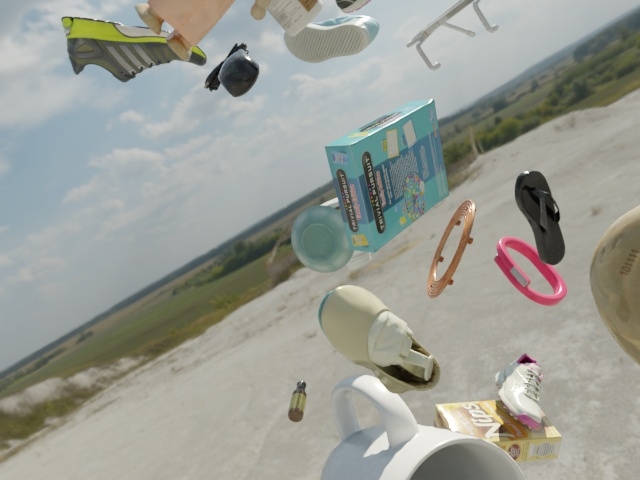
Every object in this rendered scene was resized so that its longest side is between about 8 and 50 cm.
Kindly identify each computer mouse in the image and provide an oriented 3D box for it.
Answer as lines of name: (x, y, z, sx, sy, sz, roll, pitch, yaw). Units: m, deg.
computer mouse: (-0.264, -0.502, 1.575, 0.188, 0.072, 0.272, -50, 37, 7)

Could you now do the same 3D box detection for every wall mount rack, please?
wall mount rack: (0.420, -0.617, 1.491, 0.350, 0.130, 0.304, -23, 22, 51)

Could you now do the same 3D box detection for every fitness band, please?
fitness band: (0.720, 0.103, 1.851, 0.209, 0.291, 0.054, 2, -46, -32)

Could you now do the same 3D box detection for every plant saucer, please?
plant saucer: (0.000, 0.000, 1.495, 0.195, 0.195, 0.037, -28, -1, 23)

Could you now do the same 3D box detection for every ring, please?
ring: (0.420, 0.031, 1.707, 0.336, 0.032, 0.337, 21, -90, -89)

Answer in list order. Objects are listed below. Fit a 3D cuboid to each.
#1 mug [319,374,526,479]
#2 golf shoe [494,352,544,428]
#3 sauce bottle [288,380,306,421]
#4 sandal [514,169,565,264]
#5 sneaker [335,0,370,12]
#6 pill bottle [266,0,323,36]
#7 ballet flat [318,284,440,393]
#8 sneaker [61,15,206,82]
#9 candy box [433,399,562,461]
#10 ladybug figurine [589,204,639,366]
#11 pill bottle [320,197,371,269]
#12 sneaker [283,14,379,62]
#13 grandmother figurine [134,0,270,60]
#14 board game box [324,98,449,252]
mug: (0.126, 0.409, 0.920, 0.276, 0.374, 0.328, -21, 0, -27)
golf shoe: (0.599, 0.431, 1.577, 0.140, 0.115, 0.306, -56, 1, 15)
sauce bottle: (-0.056, 0.415, 1.393, 0.042, 0.042, 0.128, -28, 16, 18)
sandal: (0.536, -0.058, 1.270, 0.097, 0.254, 0.054, -37, 21, -20)
sneaker: (0.077, -0.427, 0.807, 0.178, 0.077, 0.072, -32, 31, 43)
pill bottle: (-0.112, -0.689, 1.467, 0.131, 0.229, 0.131, -38, 25, 21)
ballet flat: (0.087, 0.128, 0.652, 0.086, 0.086, 0.248, -28, -40, 14)
sneaker: (-0.403, -0.407, 1.177, 0.300, 0.121, 0.111, 2, 20, -18)
candy box: (0.516, 0.564, 1.590, 0.316, 0.088, 0.183, -1, 20, -7)
ladybug figurine: (0.595, 0.097, 0.695, 0.162, 0.449, 0.305, 14, -78, -52)
pill bottle: (0.080, -0.024, 1.643, 0.117, 0.215, 0.117, -22, 8, 3)
sneaker: (0.043, -0.703, 1.856, 0.366, 0.135, 0.150, 15, 43, 35)
grandmother figurine: (-0.151, -0.466, 0.880, 0.342, 0.104, 0.208, -40, -41, 10)
board game box: (0.171, -0.161, 1.271, 0.079, 0.254, 0.336, 8, 32, 44)
